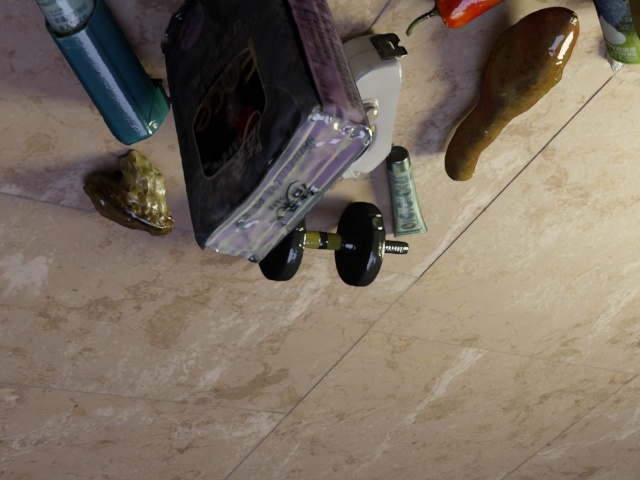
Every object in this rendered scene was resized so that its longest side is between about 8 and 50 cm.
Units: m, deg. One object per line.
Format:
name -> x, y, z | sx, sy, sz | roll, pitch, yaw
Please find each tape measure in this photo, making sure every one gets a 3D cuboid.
tape measure -> 0.016, -0.175, 1.516 | 0.197, 0.120, 0.236 | -12, 139, -14

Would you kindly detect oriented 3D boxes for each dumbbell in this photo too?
dumbbell -> 0.000, 0.000, 1.720 | 0.325, 0.143, 0.143 | 5, 139, -25

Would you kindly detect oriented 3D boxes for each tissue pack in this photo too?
tissue pack -> -0.076, -0.187, 1.271 | 0.122, 0.361, 0.259 | 14, 136, -32

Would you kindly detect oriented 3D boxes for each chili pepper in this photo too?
chili pepper -> 0.230, -0.352, 1.416 | 0.272, 0.063, 0.071 | -32, 152, 18

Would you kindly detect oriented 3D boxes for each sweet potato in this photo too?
sweet potato -> 0.277, -0.225, 1.564 | 0.109, 0.109, 0.385 | 0, 153, -19

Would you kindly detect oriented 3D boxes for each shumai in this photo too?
shumai -> -0.279, -0.060, 1.599 | 0.105, 0.139, 0.123 | -41, 178, -15

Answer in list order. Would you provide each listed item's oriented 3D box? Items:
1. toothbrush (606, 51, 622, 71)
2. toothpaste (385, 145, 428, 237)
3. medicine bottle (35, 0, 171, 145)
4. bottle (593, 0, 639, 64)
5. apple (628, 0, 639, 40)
toothbrush -> 0.446, -0.360, 1.501 | 0.025, 0.030, 0.307 | -4, 142, 0
toothpaste -> 0.141, -0.072, 1.762 | 0.062, 0.039, 0.239 | -12, 145, 3
medicine bottle -> -0.280, -0.234, 1.365 | 0.079, 0.124, 0.258 | -18, 132, 11
bottle -> 0.393, -0.378, 1.388 | 0.093, 0.093, 0.330 | -23, 137, 11
apple -> 0.519, -0.313, 1.251 | 0.291, 0.254, 0.292 | 1, 104, 5
